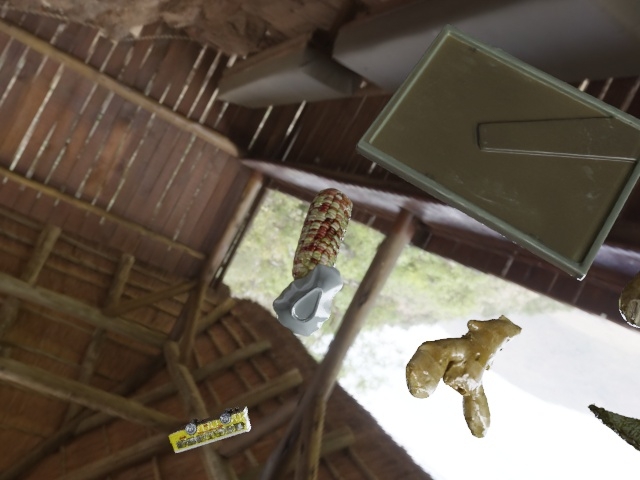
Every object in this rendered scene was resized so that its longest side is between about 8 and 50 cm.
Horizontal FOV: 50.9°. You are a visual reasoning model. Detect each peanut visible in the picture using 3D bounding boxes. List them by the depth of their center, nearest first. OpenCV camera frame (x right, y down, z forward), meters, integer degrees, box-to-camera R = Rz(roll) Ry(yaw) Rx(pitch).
[{"bbox_3d":[0.575,0.070,1.139,0.099,0.214,0.099,32,156,16],"label":"peanut"}]

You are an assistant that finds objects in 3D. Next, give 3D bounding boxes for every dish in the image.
[{"bbox_3d":[-0.018,0.101,1.131,0.091,0.137,0.039,39,-169,-4],"label":"dish"}]

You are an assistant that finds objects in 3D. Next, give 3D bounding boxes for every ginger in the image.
[{"bbox_3d":[0.395,0.329,1.880,0.363,0.348,0.122,32,157,-23],"label":"ginger"}]

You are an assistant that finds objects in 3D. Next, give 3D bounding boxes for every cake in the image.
[{"bbox_3d":[0.476,0.300,1.060,0.051,0.055,0.140,45,162,-24],"label":"cake"}]

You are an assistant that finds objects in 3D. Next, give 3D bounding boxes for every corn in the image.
[{"bbox_3d":[0.000,0.000,1.265,0.086,0.253,0.086,10,136,9],"label":"corn"}]

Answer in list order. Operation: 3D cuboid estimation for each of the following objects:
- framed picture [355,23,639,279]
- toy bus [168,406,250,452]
[{"bbox_3d":[0.334,-0.175,1.195,0.446,0.326,0.028,32,163,13],"label":"framed picture"},{"bbox_3d":[-0.317,0.539,1.929,0.226,0.074,0.081,-17,176,-2],"label":"toy bus"}]
